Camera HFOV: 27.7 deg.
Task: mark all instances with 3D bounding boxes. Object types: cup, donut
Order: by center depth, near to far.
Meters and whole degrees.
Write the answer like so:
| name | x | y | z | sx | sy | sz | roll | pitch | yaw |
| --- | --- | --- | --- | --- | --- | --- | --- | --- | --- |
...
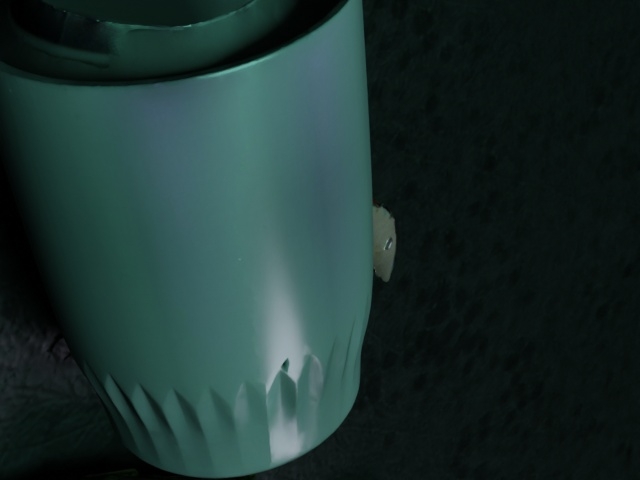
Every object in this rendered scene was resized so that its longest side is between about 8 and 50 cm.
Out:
| name | x | y | z | sx | sy | sz | roll | pitch | yaw |
| --- | --- | --- | --- | --- | --- | --- | --- | --- | --- |
| cup | -0.082 | -0.033 | 0.913 | 0.253 | 0.253 | 0.372 | -34 | 133 | -31 |
| donut | 0.000 | 0.000 | 1.159 | 0.166 | 0.065 | 0.117 | -20 | 125 | -41 |

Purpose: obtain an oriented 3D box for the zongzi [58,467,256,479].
| name | x | y | z | sx | sy | sz | roll | pitch | yaw |
| --- | --- | --- | --- | --- | --- | --- | --- | --- | --- |
| zongzi | -0.126 | 0.294 | 1.041 | 0.274 | 0.251 | 0.125 | 14 | 120 | -47 |
